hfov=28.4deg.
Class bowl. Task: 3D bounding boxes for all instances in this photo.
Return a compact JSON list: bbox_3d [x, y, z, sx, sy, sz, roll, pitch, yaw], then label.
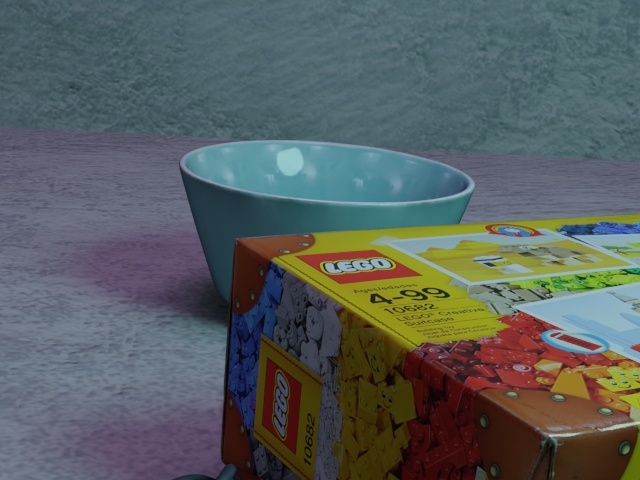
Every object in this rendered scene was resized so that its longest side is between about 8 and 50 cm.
[{"bbox_3d":[0.000,0.000,1.351,0.311,0.163,0.311,5,15,-1],"label":"bowl"}]

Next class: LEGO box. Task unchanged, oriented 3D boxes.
[{"bbox_3d":[0.233,0.121,0.914,0.500,0.193,0.372,-4,18,-29],"label":"LEGO box"}]

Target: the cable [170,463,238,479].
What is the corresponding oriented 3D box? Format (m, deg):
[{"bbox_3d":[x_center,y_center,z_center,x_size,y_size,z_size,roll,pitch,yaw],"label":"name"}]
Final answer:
[{"bbox_3d":[-0.097,0.173,0.665,0.150,0.184,0.047,-17,59,-5],"label":"cable"}]
